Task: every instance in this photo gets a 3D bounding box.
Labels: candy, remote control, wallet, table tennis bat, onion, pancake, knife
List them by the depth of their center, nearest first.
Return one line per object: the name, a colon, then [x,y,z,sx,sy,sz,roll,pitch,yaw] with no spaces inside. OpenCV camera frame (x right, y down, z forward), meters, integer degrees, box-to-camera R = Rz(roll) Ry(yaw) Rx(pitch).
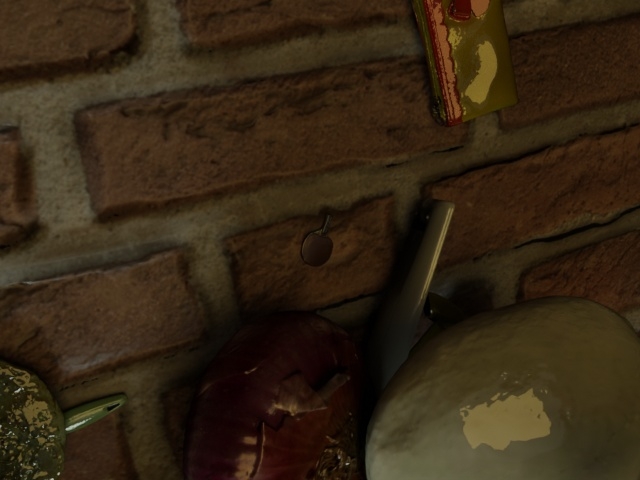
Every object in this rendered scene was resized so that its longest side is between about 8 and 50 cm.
pancake: [-0.453,0.259,0.768,0.254,0.037,0.253,-2,95,-17]
candy: [0.263,0.267,0.806,0.427,0.186,0.386,-4,105,-14]
knife: [-0.402,0.275,0.813,0.293,0.020,0.043,-20,104,-15]
onion: [-0.071,0.271,0.832,0.347,0.285,0.347,13,75,-59]
wallet: [0.217,-0.303,0.910,0.141,0.067,0.241,-22,109,-14]
table tennis bat: [0.000,0.000,0.919,0.050,0.007,0.083,19,95,-23]
remote control: [0.124,0.082,0.934,0.055,0.109,0.313,17,94,-8]

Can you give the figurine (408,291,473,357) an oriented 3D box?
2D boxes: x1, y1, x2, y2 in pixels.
figurine: [0.218,0.237,0.967,0.218,0.169,0.326,20,86,2]
